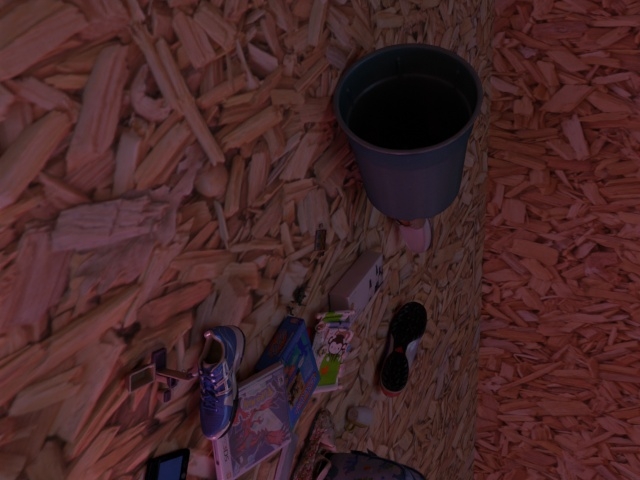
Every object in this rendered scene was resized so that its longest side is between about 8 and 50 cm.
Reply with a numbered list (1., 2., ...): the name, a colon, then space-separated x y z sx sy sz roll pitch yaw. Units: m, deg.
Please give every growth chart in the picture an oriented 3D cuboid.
1. growth chart: 0.026 0.275 1.867 0.172 0.021 0.237 -8 113 -48

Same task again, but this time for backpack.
1. backpack: 0.124 0.667 1.876 0.290 0.355 0.273 -62 149 -35

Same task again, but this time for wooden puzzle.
1. wooden puzzle: 0.000 0.000 1.798 0.049 0.006 0.083 -8 106 -65

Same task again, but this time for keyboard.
1. keyboard: -0.097 0.582 1.779 0.072 0.014 0.256 48 55 -66

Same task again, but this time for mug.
1. mug: 0.106 0.506 2.142 0.064 0.062 0.078 30 64 -56

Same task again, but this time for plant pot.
1. plant pot: 0.220 -0.239 1.851 0.334 0.341 0.341 76 32 -55

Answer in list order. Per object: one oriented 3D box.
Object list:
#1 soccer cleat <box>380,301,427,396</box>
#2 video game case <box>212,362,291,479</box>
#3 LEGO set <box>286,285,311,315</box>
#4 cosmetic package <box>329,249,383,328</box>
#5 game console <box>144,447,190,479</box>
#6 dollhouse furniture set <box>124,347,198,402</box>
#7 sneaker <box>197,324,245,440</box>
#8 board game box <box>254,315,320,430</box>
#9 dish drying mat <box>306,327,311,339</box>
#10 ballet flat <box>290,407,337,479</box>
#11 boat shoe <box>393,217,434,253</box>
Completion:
1. soccer cleat: 0.256 0.344 2.391 0.116 0.108 0.318 97 11 -62
2. video game case: -0.138 0.366 1.519 0.201 0.023 0.183 -22 113 -47
3. LEGO set: -0.054 0.132 1.714 0.083 0.023 0.054 -33 126 -43
4. cosmetic package: 0.099 0.125 1.994 0.239 0.060 0.099 -47 138 -51
5. game console: -0.248 0.432 1.319 0.122 0.071 0.107 11 88 -66
6. dollhouse furniture set: -0.255 0.239 1.223 0.114 0.081 0.091 -19 115 -63
7. sneaker: -0.196 0.257 1.381 0.081 0.080 0.211 25 65 -58
8. board game box: -0.069 0.299 1.692 0.160 0.047 0.210 -56 145 -40
9. dish drying mat: -0.040 0.223 1.782 0.083 0.008 0.032 10 88 -66
10. ballet flat: -0.002 0.536 1.890 0.091 0.077 0.241 68 38 -47
11. boat shoe: 0.257 -0.082 2.229 0.103 0.113 0.302 -50 131 -47
